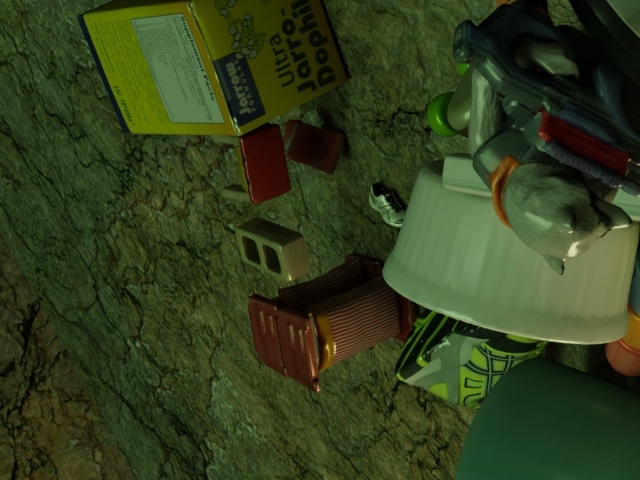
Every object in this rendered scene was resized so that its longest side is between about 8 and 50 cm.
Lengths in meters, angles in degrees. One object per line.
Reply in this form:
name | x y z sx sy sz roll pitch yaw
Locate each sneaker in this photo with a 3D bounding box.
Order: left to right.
sneaker | 0.095 -0.050 2.282 0.083 0.032 0.037 37 145 36
sneaker | 0.245 0.110 2.117 0.147 0.145 0.385 30 151 -12

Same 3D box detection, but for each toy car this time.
toy car | 0.247 -0.143 1.887 0.188 0.149 0.155 37 161 -17

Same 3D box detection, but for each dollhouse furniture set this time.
dollhouse furniture set | 0.000 0.000 2.322 0.152 0.201 0.374 21 128 51

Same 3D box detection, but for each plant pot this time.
plant pot | 0.335 0.306 1.966 0.235 0.293 0.293 12 127 39

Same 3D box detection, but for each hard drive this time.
hard drive | 0.297 -0.047 1.590 0.307 0.203 0.040 12 98 49

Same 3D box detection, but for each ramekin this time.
ramekin | 0.216 0.005 1.807 0.277 0.277 0.135 26 109 47

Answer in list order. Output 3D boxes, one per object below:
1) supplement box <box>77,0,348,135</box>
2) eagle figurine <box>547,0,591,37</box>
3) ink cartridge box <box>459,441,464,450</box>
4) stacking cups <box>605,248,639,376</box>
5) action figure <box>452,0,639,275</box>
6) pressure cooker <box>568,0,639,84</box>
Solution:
supplement box | -0.158 -0.273 2.321 0.356 0.195 0.194 8 122 57
eagle figurine | 0.282 -0.194 1.645 0.298 0.226 0.225 -176 93 -88
ink cartridge box | 0.286 0.334 2.188 0.092 0.158 0.218 18 130 50
stacking cups | 0.384 0.041 1.841 0.096 0.096 0.316 49 154 21
action figure | 0.244 -0.094 1.399 0.341 0.330 0.178 31 136 -8
pressure cooker | 0.367 -0.285 1.231 0.420 0.375 0.370 121 159 -62
